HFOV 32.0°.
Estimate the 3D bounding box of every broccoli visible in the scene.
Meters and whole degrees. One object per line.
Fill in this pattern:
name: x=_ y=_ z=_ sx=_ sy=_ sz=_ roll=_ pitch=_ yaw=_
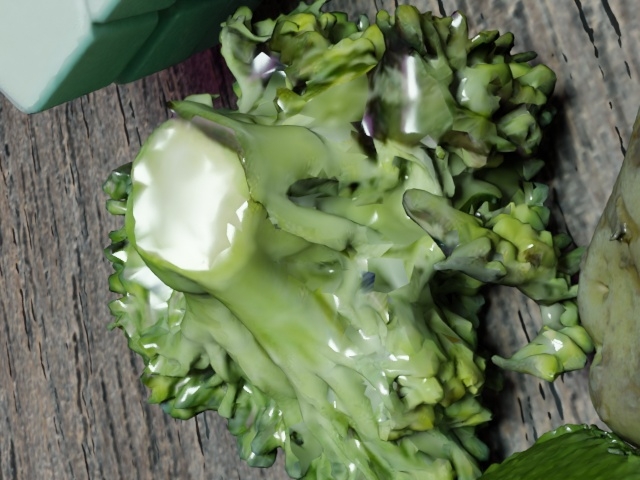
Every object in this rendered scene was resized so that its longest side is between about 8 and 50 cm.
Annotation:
broccoli: x=0.009 y=0.002 z=0.719 sx=0.324 sy=0.272 sz=0.334 roll=26 pitch=97 yaw=0

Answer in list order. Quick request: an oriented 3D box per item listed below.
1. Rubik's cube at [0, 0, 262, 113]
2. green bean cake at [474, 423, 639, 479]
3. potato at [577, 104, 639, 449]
Rubik's cube: x=-0.143 y=-0.325 z=0.753 sx=0.319 sy=0.316 sz=0.322 roll=45 pitch=119 yaw=1
green bean cake: x=0.081 y=0.213 z=0.514 sx=0.250 sy=0.247 sz=0.156 roll=-35 pitch=88 yaw=0
potato: x=0.226 y=-0.006 z=0.567 sx=0.165 sy=0.165 sz=0.262 roll=34 pitch=110 yaw=39
